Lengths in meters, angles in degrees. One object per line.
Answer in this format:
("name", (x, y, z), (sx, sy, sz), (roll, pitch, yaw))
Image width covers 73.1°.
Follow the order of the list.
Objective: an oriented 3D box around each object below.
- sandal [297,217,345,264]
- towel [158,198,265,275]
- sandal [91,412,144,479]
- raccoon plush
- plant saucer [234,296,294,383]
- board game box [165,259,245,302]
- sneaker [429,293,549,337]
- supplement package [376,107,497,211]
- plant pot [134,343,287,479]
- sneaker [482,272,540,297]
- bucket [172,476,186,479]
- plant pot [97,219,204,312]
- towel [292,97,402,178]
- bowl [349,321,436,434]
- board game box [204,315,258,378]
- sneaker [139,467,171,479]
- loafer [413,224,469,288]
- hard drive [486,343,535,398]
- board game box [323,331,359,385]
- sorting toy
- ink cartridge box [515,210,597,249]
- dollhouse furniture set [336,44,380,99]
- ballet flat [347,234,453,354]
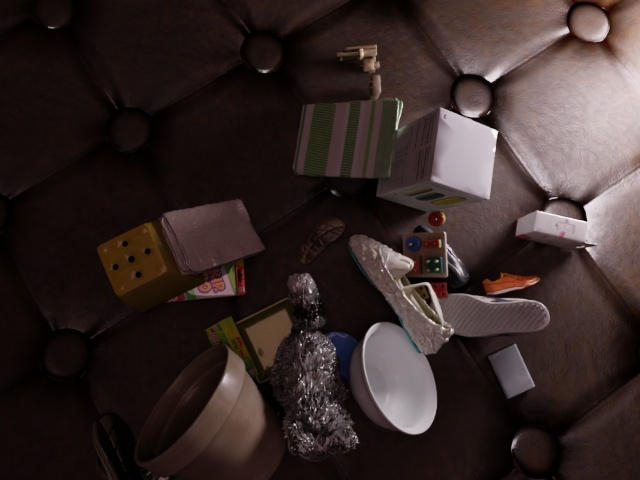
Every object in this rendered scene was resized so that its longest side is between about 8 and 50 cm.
("sandal", (0.000, 0.000, 1.320), (0.072, 0.049, 0.180), (45, 97, 10))
("towel", (-0.301, -0.017, 1.231), (0.282, 0.049, 0.187), (-20, 81, -45))
("sandal", (-0.560, 0.625, 1.176), (0.086, 0.120, 0.303), (-24, 83, 9))
("raccoon plush", (-0.044, 0.325, 1.090), (0.216, 0.299, 0.447), (-18, 94, -6))
("plant saucer", (-0.135, 0.290, 1.270), (0.188, 0.045, 0.188), (-26, 83, -6))
("board game box", (-0.359, 0.115, 1.295), (0.259, 0.039, 0.124), (-5, 82, -5))
("sneaker", (0.489, 0.225, 1.272), (0.320, 0.127, 0.126), (2, 81, 24))
("supplement package", (0.320, -0.212, 1.223), (0.199, 0.262, 0.198), (13, 81, -22))
("plant pot", (-0.245, 0.476, 1.096), (0.280, 0.323, 0.323), (44, 82, -20))
("sneaker", (0.582, 0.124, 1.312), (0.175, 0.064, 0.068), (-10, 72, -6))
("bucket", (-0.310, 0.740, 1.129), (0.280, 0.183, 0.282), (0, 83, -1))
("plant pot", (-0.480, 0.063, 1.189), (0.212, 0.187, 0.212), (-26, 83, -3))
("towel", (0.073, -0.305, 1.301), (0.324, 0.038, 0.248), (5, 80, 26))
("bowl", (0.175, 0.388, 1.190), (0.134, 0.297, 0.298), (-35, 82, 36))
("board game box", (-0.256, 0.319, 1.238), (0.043, 0.092, 0.181), (-19, 80, -49))
("sneaker", (-0.421, 0.574, 1.203), (0.106, 0.078, 0.234), (32, 84, 0))
("loafer", (0.367, 0.044, 1.316), (0.078, 0.076, 0.223), (-21, 70, -44))
("hard drive", (0.567, 0.389, 1.291), (0.094, 0.022, 0.135), (-22, 83, -5))
("board game box", (0.047, 0.352, 1.275), (0.133, 0.033, 0.169), (9, 88, -3))
("sorting toy", (0.303, 0.053, 1.277), (0.132, 0.046, 0.275), (-2, 93, 34))
("ink cartridge box", (0.717, -0.027, 1.310), (0.198, 0.115, 0.067), (13, 81, -1))
("dollhouse furniture set", (0.117, -0.526, 1.362), (0.123, 0.144, 0.151), (-4, 96, 2))
("ballet flat", (0.243, 0.132, 1.248), (0.147, 0.147, 0.409), (-33, 85, -6))
